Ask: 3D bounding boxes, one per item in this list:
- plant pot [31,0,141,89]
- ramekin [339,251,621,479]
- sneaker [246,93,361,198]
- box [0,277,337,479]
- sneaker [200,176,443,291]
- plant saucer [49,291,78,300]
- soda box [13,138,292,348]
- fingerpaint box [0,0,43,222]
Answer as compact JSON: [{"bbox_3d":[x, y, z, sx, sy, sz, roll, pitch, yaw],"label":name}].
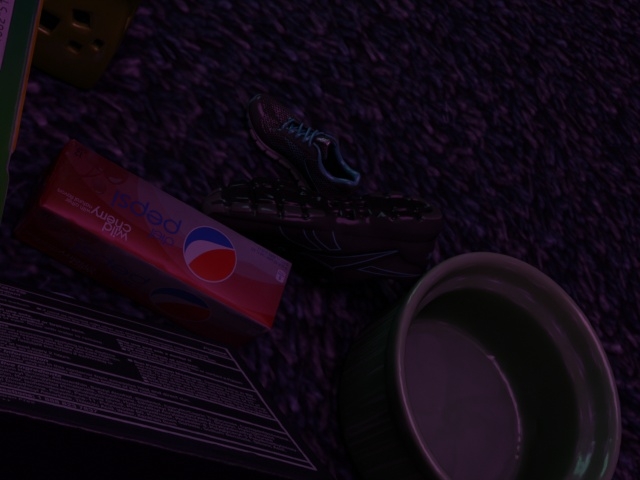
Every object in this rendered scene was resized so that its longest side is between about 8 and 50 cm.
[{"bbox_3d":[-0.260,-0.329,1.220,0.228,0.207,0.227,28,56,-22],"label":"plant pot"},{"bbox_3d":[0.167,0.178,1.312,0.303,0.148,0.303,14,62,-28],"label":"ramekin"},{"bbox_3d":[-0.014,-0.107,1.367,0.166,0.076,0.065,48,51,-6],"label":"sneaker"},{"bbox_3d":[-0.185,0.178,0.966,0.296,0.294,0.182,19,100,-25],"label":"box"},{"bbox_3d":[0.000,0.000,1.310,0.267,0.106,0.101,7,26,-10],"label":"sneaker"},{"bbox_3d":[-0.258,0.108,1.141,0.119,0.021,0.119,15,61,-29],"label":"plant saucer"},{"bbox_3d":[-0.166,0.010,1.202,0.263,0.092,0.083,29,57,-20],"label":"soda box"},{"bbox_3d":[-0.365,0.024,0.884,0.163,0.371,0.444,17,62,-27],"label":"fingerpaint box"}]
